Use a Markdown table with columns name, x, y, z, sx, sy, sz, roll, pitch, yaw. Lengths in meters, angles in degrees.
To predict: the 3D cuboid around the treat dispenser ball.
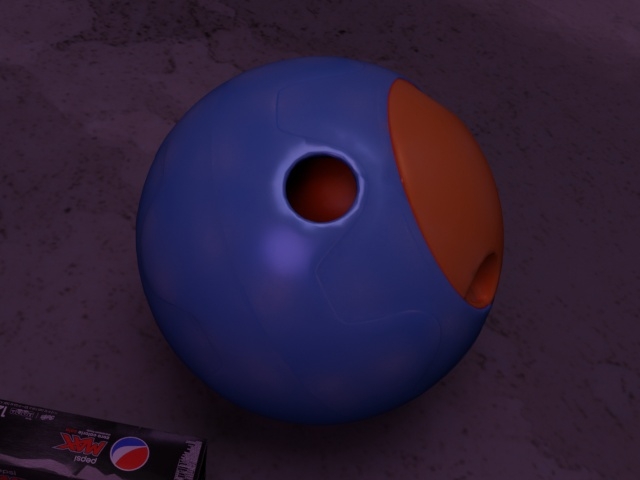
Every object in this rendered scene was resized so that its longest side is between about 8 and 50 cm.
| name | x | y | z | sx | sy | sz | roll | pitch | yaw |
| --- | --- | --- | --- | --- | --- | --- | --- | --- | --- |
| treat dispenser ball | 0.000 | 0.000 | 0.737 | 0.288 | 0.288 | 0.288 | 6 | 47 | -6 |

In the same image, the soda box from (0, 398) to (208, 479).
| name | x | y | z | sx | sy | sz | roll | pitch | yaw |
| --- | --- | --- | --- | --- | --- | --- | --- | --- | --- |
| soda box | -0.173 | 0.170 | 0.700 | 0.169 | 0.060 | 0.053 | 11 | 45 | 0 |
